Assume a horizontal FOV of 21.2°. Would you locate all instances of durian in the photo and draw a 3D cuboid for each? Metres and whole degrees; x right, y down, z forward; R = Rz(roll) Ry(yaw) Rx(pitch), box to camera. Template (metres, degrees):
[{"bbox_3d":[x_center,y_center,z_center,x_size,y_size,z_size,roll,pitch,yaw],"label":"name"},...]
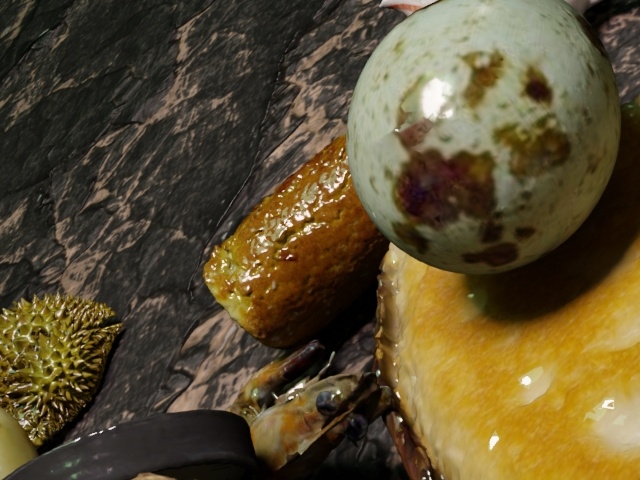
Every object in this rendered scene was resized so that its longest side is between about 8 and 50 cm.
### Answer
[{"bbox_3d":[-0.271,0.127,1.568,0.146,0.102,0.208,-23,37,25],"label":"durian"}]

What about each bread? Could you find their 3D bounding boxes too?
[{"bbox_3d":[0.000,0.000,1.329,0.172,0.103,0.132,-42,-13,6],"label":"bread"}]

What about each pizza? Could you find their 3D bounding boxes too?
[{"bbox_3d":[0.156,0.044,1.112,0.392,0.080,0.435,-2,47,53],"label":"pizza"}]

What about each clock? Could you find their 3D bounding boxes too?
[{"bbox_3d":[-0.127,0.167,1.116,0.184,0.184,0.040,-32,65,24],"label":"clock"}]

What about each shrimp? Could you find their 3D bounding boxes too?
[{"bbox_3d":[-0.021,0.120,1.229,0.296,0.058,0.169,-37,23,48],"label":"shrimp"}]

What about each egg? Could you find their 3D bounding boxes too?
[{"bbox_3d":[0.108,-0.078,1.084,0.169,0.169,0.231,-22,22,37],"label":"egg"}]

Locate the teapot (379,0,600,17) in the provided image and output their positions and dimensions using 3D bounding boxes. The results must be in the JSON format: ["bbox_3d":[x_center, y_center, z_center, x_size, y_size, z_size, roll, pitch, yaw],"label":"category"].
[{"bbox_3d":[0.165,-0.204,1.422,0.245,0.116,0.159,-23,21,41],"label":"teapot"}]

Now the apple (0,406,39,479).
[{"bbox_3d":[-0.350,0.234,1.372,0.262,0.262,0.262,-33,28,21],"label":"apple"}]

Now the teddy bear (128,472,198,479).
[{"bbox_3d":[-0.085,0.255,0.986,0.296,0.222,0.246,-18,72,19],"label":"teddy bear"}]
